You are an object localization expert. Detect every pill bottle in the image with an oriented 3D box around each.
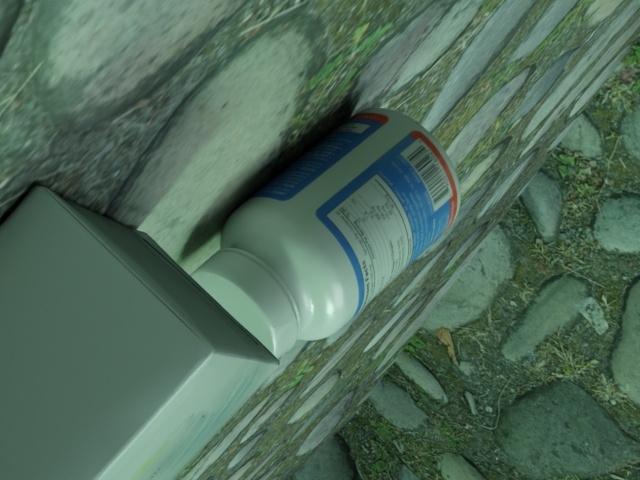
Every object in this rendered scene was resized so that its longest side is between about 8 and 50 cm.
[{"bbox_3d":[0.000,0.000,1.199,0.221,0.124,0.124,-40,168,-34],"label":"pill bottle"}]

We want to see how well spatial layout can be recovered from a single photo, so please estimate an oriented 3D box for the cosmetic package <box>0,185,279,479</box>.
[{"bbox_3d":[-0.159,0.106,0.890,0.224,0.138,0.225,-48,169,1],"label":"cosmetic package"}]
